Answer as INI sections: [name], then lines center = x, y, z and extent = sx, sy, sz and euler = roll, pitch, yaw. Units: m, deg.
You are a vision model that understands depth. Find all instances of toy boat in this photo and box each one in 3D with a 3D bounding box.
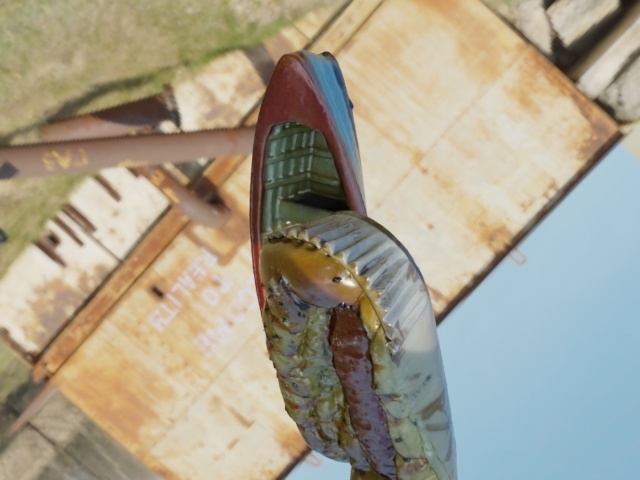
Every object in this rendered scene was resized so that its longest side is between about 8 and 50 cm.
[toy boat]
center = 0.000, 0.000, 0.860
extent = 0.079, 0.136, 0.392
euler = -49, 143, -50

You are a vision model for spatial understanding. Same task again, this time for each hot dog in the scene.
[hot dog]
center = 0.024, 0.079, 0.551
extent = 0.069, 0.131, 0.253
euler = -45, 143, -27
